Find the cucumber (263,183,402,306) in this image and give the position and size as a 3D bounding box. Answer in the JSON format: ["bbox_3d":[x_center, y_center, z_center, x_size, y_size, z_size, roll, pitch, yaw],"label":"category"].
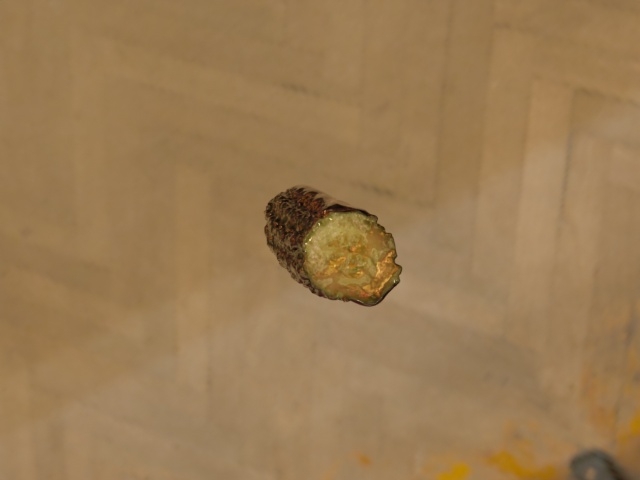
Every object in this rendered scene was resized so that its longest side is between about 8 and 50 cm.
[{"bbox_3d":[-0.001,0.001,1.346,0.077,0.077,0.265,51,175,-11],"label":"cucumber"}]
